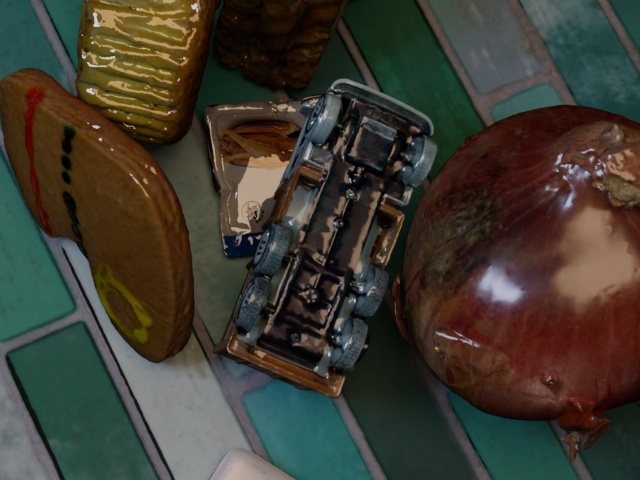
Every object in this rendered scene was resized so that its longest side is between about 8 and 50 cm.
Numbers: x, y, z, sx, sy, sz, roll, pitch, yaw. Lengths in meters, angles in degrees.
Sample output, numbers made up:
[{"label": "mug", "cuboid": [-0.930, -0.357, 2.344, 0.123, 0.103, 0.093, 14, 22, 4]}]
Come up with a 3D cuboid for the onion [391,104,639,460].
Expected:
[{"label": "onion", "cuboid": [0.249, 0.033, 1.666, 0.353, 0.353, 0.354, 3, 72, -8]}]

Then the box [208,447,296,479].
[{"label": "box", "cuboid": [-0.102, 0.355, 1.638, 0.142, 0.044, 0.285, 33, 70, 0]}]

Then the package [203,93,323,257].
[{"label": "package", "cuboid": [-0.033, -0.073, 1.791, 0.171, 0.027, 0.173, -7, 76, -13]}]

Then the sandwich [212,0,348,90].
[{"label": "sandwich", "cuboid": [0.006, -0.347, 1.762, 0.131, 0.262, 0.325, 25, 71, 0]}]

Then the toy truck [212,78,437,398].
[{"label": "toy truck", "cuboid": [0.000, 0.000, 1.693, 0.136, 0.162, 0.305, 24, 77, -13]}]

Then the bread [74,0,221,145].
[{"label": "bread", "cuboid": [-0.179, -0.213, 1.693, 0.142, 0.253, 0.227, 13, 86, -11]}]

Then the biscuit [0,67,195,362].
[{"label": "biscuit", "cuboid": [-0.231, -0.018, 1.657, 0.052, 0.262, 0.277, -32, 56, -32]}]
